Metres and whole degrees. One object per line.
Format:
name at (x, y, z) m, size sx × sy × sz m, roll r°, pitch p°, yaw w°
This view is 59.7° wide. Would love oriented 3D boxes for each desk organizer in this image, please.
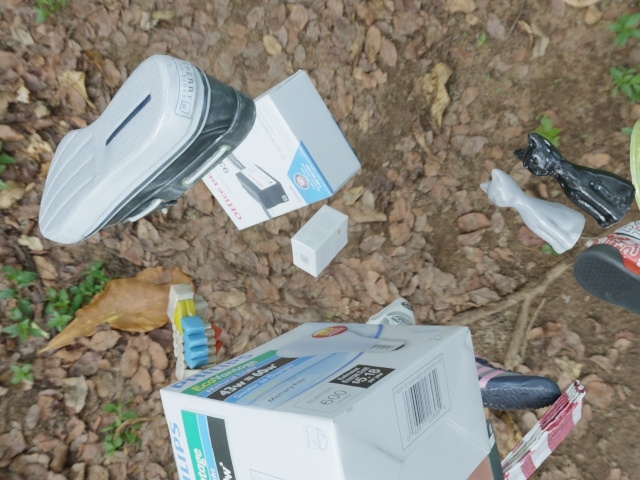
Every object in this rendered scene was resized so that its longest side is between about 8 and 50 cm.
desk organizer at (0.273, 0.371, 0.954) m, size 0.050 × 0.047 × 0.130 m, roll -7°, pitch 105°, yaw 35°

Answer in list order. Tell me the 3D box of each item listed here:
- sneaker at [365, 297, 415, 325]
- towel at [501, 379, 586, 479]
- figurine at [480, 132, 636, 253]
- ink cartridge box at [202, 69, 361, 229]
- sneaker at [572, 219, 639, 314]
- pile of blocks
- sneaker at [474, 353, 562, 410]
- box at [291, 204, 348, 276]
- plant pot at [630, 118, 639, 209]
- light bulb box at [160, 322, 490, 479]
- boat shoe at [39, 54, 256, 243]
sneaker at (0.146, 0.288, 1.517) m, size 0.122 × 0.146 × 0.330 m, roll 36°, pitch 116°, yaw -8°
towel at (0.446, 0.455, 1.173) m, size 0.329 × 0.237 × 0.037 m, roll -44°, pitch 53°, yaw -8°
figurine at (0.423, -0.090, 1.042) m, size 0.209 × 0.215 × 0.092 m, roll 34°, pitch 64°, yaw 1°
ink cartridge box at (-0.108, -0.172, 1.150) m, size 0.223 × 0.307 × 0.129 m, roll 56°, pitch 48°, yaw -17°
sneaker at (0.473, 0.068, 0.697) m, size 0.145 × 0.090 × 0.270 m, roll -26°, pitch 48°, yaw -30°
pile of blocks at (-0.264, 0.275, 1.297) m, size 0.112 × 0.149 × 0.362 m, roll -6°, pitch 87°, yaw -36°
sneaker at (0.365, 0.301, 1.246) m, size 0.319 × 0.112 × 0.131 m, roll -6°, pitch 47°, yaw 28°
box at (0.000, 0.000, 1.701) m, size 0.091 × 0.130 × 0.170 m, roll 29°, pitch 57°, yaw 23°
plant pot at (0.887, -0.171, 1.264) m, size 0.276 × 0.254 × 0.276 m, roll 5°, pitch 83°, yaw -42°
light bulb box at (0.012, 0.286, 0.874) m, size 0.358 × 0.361 × 0.225 m, roll -17°, pitch 98°, yaw -49°
boat shoe at (-0.195, -0.068, 0.594) m, size 0.119 × 0.335 × 0.121 m, roll 12°, pitch 67°, yaw -43°
